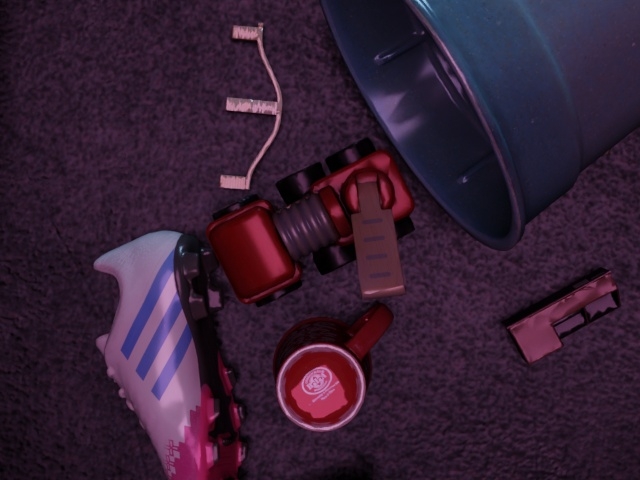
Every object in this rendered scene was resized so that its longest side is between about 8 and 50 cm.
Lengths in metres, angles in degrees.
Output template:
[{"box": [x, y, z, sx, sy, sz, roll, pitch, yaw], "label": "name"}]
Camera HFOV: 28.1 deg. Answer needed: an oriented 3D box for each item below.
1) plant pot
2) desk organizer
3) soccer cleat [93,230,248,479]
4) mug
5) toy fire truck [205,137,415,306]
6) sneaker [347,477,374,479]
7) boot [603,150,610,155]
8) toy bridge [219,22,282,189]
[{"box": [0.221, -0.220, 1.218, 0.334, 0.341, 0.341, -32, 91, -7], "label": "plant pot"}, {"box": [0.272, 0.084, 1.422, 0.130, 0.047, 0.050, -29, 93, 1], "label": "desk organizer"}, {"box": [-0.170, 0.156, 1.408, 0.143, 0.116, 0.331, -7, 89, 17], "label": "soccer cleat"}, {"box": [0.006, 0.128, 1.364, 0.113, 0.169, 0.150, 18, 92, 1], "label": "mug"}, {"box": [0.000, 0.000, 1.322, 0.217, 0.246, 0.158, -26, 91, 1], "label": "toy fire truck"}, {"box": [-0.032, 0.376, 1.409, 0.270, 0.090, 0.145, -27, 87, 6], "label": "sneaker"}, {"box": [0.224, -0.179, 1.401, 0.165, 0.077, 0.213, -15, 86, 0], "label": "boot"}, {"box": [-0.075, -0.150, 1.430, 0.063, 0.026, 0.188, 5, 91, -2], "label": "toy bridge"}]
